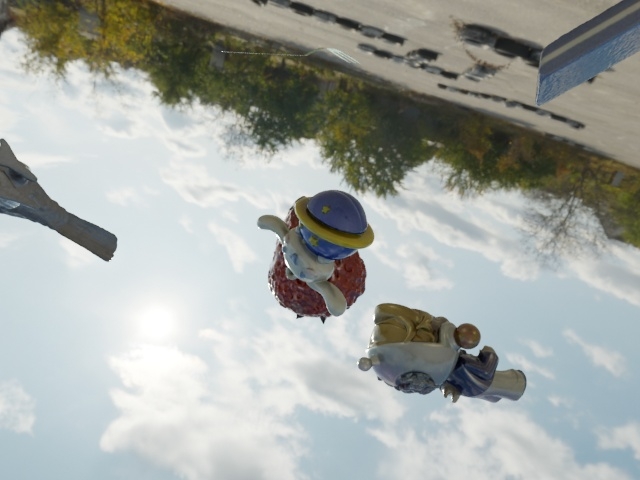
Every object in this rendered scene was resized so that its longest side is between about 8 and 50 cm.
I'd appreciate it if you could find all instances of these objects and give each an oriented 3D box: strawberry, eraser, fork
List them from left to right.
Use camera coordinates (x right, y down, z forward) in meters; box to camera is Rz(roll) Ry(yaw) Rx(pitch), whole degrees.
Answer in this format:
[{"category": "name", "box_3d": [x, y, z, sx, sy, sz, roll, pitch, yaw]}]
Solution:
[{"category": "fork", "box_3d": [-0.036, -0.283, 0.707, 0.235, 0.021, 0.039, -10, -157, -35]}, {"category": "strawberry", "box_3d": [-0.030, 0.070, 1.306, 0.310, 0.292, 0.291, 46, -165, -11]}, {"category": "eraser", "box_3d": [0.350, -0.240, 0.545, 0.036, 0.225, 0.082, 66, -164, 17]}]

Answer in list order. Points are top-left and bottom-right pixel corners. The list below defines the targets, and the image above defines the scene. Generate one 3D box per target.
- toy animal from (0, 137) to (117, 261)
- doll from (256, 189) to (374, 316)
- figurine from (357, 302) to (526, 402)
[{"category": "toy animal", "box_3d": [-0.444, -0.077, 0.672, 0.367, 0.081, 0.206, 31, 158, -28]}, {"category": "doll", "box_3d": [-0.010, -0.020, 1.076, 0.311, 0.242, 0.160, 34, -137, 30]}, {"category": "figurine", "box_3d": [0.189, 0.197, 0.757, 0.194, 0.133, 0.274, -9, 143, 44]}]
